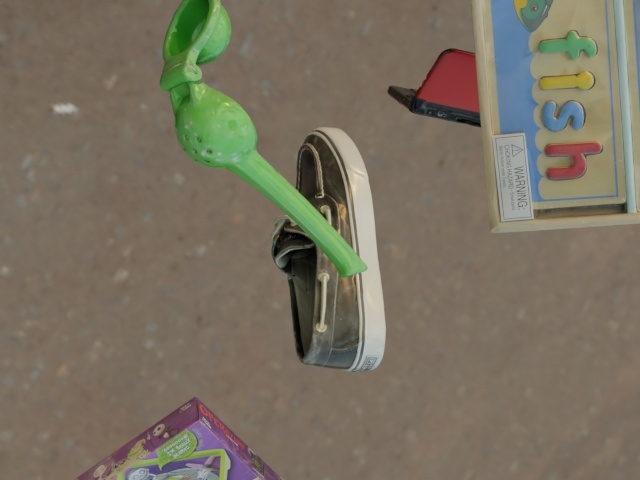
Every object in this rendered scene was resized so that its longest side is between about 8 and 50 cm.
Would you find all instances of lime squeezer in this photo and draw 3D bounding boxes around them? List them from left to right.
[{"bbox_3d":[-0.055,-0.117,1.034,0.110,0.310,0.059,-16,177,-24],"label":"lime squeezer"}]

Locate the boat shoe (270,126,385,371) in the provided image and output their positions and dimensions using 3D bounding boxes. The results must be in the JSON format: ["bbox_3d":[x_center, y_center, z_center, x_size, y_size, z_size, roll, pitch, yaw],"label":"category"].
[{"bbox_3d":[0.000,0.000,1.241,0.070,0.219,0.078,5,145,-22],"label":"boat shoe"}]

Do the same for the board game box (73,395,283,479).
[{"bbox_3d":[-0.201,0.329,1.652,0.347,0.056,0.208,-34,124,12],"label":"board game box"}]

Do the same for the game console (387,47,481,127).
[{"bbox_3d":[0.165,-0.172,1.722,0.144,0.124,0.085,10,106,-22],"label":"game console"}]

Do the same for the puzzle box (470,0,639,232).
[{"bbox_3d":[0.271,-0.215,1.406,0.052,0.272,0.409,-54,138,-75],"label":"puzzle box"}]
